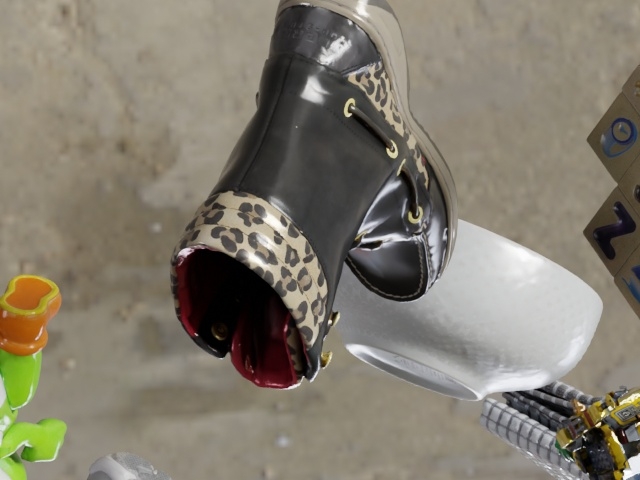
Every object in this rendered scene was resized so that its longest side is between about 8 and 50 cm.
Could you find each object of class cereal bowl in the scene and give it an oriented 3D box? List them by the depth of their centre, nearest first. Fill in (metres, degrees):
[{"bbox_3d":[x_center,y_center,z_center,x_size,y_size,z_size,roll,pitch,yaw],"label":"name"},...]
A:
[{"bbox_3d":[0.120,0.075,2.068,0.339,0.141,0.339,22,168,5],"label":"cereal bowl"}]

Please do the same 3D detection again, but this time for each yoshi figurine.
[{"bbox_3d":[-0.386,0.201,2.167,0.203,0.203,0.362,-18,126,-48],"label":"yoshi figurine"}]

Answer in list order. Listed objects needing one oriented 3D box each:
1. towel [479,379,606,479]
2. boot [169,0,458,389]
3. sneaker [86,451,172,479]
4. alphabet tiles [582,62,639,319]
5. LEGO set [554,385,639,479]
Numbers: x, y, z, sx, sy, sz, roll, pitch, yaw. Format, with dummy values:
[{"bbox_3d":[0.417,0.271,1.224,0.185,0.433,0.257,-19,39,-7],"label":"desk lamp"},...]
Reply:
[{"bbox_3d":[0.352,0.252,2.340,0.235,0.121,0.283,24,171,47],"label":"towel"},{"bbox_3d":[0.000,0.000,1.628,0.138,0.284,0.377,11,145,20],"label":"boot"},{"bbox_3d":[-0.091,0.271,1.247,0.115,0.281,0.105,-28,174,7],"label":"sneaker"},{"bbox_3d":[0.338,-0.068,1.532,0.011,0.285,0.342,5,131,-37],"label":"alphabet tiles"},{"bbox_3d":[0.251,0.224,1.381,0.192,0.255,0.331,-21,-171,-26],"label":"LEGO set"}]
